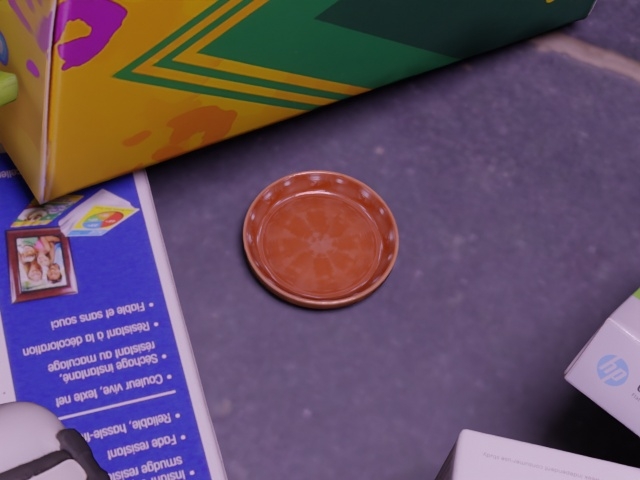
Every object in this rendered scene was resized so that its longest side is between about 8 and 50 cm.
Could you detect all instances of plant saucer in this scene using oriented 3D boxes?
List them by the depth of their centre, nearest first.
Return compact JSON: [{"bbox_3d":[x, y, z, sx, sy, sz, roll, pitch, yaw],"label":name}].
[{"bbox_3d":[0.000,0.000,0.622,0.084,0.013,0.083,2,59,-4],"label":"plant saucer"}]

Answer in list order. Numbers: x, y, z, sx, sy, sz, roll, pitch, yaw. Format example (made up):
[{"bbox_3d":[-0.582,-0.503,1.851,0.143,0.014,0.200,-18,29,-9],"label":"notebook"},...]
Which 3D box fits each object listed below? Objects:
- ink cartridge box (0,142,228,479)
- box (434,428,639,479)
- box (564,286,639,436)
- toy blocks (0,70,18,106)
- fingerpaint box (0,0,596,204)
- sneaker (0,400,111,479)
[{"bbox_3d":[-0.146,0.071,0.535,0.176,0.069,0.370,-12,58,-13],"label":"ink cartridge box"},{"bbox_3d":[0.099,0.184,0.476,0.130,0.091,0.170,13,58,1],"label":"box"},{"bbox_3d":[0.205,0.067,0.531,0.145,0.038,0.186,39,29,17],"label":"box"},{"bbox_3d":[-0.308,-0.205,0.463,0.382,0.260,0.191,16,28,22],"label":"toy blocks"},{"bbox_3d":[-0.087,-0.275,0.655,0.371,0.163,0.444,-23,61,-30],"label":"fingerpaint box"},{"bbox_3d":[-0.296,0.066,0.330,0.448,0.169,0.257,-16,71,-34],"label":"sneaker"}]
